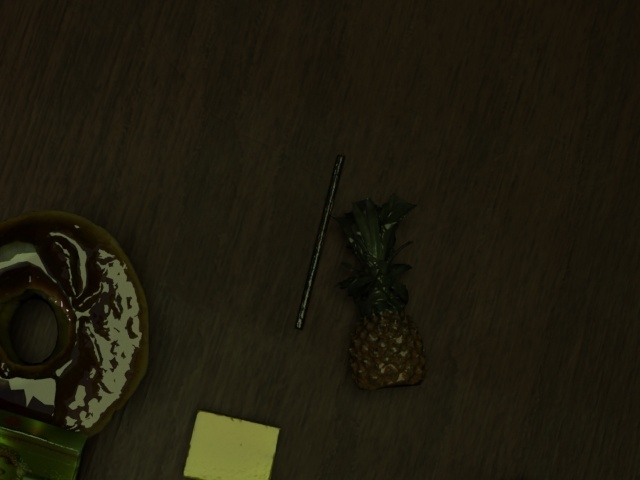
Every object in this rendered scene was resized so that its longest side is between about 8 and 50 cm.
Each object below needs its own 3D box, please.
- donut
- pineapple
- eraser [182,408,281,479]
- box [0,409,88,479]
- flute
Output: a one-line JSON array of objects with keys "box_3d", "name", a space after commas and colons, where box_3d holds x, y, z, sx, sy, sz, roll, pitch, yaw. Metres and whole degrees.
[{"box_3d": [-0.391, 0.125, 1.542, 0.330, 0.160, 0.330, 2, 82, -12], "name": "donut"}, {"box_3d": [0.092, 0.071, 1.600, 0.130, 0.119, 0.277, -10, 80, 13], "name": "pineapple"}, {"box_3d": [-0.124, 0.297, 1.584, 0.122, 0.045, 0.097, 13, 80, -2], "name": "eraser"}, {"box_3d": [-0.421, 0.365, 1.477, 0.173, 0.043, 0.311, 17, 113, -2], "name": "box"}, {"box_3d": [0.000, 0.000, 1.653, 0.014, 0.014, 0.269, 14, 81, -2], "name": "flute"}]
